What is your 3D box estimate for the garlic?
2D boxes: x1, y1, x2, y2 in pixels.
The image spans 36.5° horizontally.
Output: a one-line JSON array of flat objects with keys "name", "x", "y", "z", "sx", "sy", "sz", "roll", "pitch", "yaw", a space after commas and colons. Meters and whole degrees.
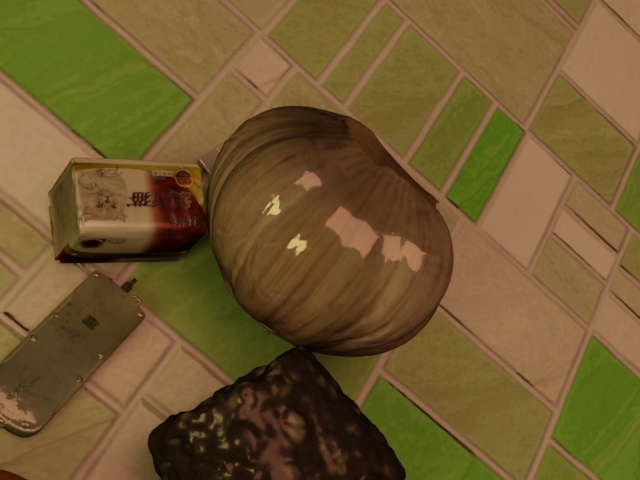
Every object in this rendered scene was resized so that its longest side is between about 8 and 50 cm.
[{"name": "garlic", "x": 0.000, "y": 0.000, "z": 1.112, "sx": 0.317, "sy": 0.259, "sz": 0.317, "roll": 36, "pitch": 22, "yaw": -18}]

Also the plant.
[{"name": "plant", "x": -0.027, "y": 0.284, "z": 1.003, "sx": 0.215, "sy": 0.213, "sz": 0.312, "roll": -23, "pitch": 80, "yaw": -38}]

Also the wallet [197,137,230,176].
[{"name": "wallet", "x": -0.117, "y": -0.106, "z": 1.245, "sx": 0.083, "sy": 0.011, "sz": 0.044, "roll": -38, "pitch": 91, "yaw": -36}]

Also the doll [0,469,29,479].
[{"name": "doll", "x": -0.325, "y": 0.319, "z": 0.846, "sx": 0.213, "sy": 0.236, "sz": 0.213, "roll": 18, "pitch": 19, "yaw": -6}]

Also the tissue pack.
[{"name": "tissue pack", "x": -0.217, "y": -0.031, "z": 1.092, "sx": 0.148, "sy": 0.106, "sz": 0.099, "roll": 0, "pitch": 71, "yaw": -30}]

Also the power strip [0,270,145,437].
[{"name": "power strip", "x": -0.272, "y": 0.116, "z": 1.044, "sx": 0.080, "sy": 0.029, "sz": 0.227, "roll": 44, "pitch": 55, "yaw": -5}]
